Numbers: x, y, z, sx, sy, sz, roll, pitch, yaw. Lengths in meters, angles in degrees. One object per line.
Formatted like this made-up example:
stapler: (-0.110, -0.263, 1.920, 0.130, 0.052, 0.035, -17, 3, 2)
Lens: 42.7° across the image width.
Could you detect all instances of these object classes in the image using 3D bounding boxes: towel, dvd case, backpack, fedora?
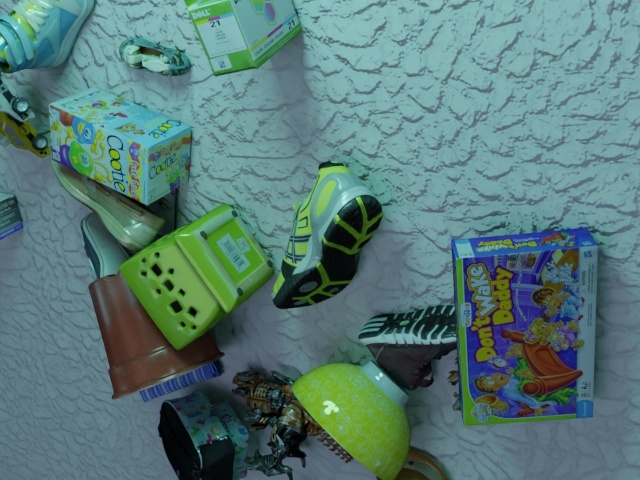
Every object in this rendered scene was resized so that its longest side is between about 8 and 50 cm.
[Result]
towel: (-0.417, 0.284, 2.106, 0.336, 0.040, 0.243, -25, 99, 39)
dvd case: (-0.406, -0.072, 1.920, 0.165, 0.018, 0.221, 24, 125, 21)
backpack: (-0.296, 0.499, 2.031, 0.253, 0.191, 0.225, 37, 133, 40)
fedora: (0.198, 0.556, 1.825, 0.194, 0.079, 0.194, 15, 122, 25)

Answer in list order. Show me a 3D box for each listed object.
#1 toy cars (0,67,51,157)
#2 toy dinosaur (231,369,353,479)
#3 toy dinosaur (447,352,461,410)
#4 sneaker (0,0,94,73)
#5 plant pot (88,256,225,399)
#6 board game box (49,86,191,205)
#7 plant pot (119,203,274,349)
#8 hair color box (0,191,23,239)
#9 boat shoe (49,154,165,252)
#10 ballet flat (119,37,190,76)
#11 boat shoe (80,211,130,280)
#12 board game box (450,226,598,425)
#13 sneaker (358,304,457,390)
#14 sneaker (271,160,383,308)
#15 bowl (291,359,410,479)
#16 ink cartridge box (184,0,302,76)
toy cars: (-0.714, -0.288, 1.834, 0.176, 0.087, 0.393, 43, 163, 6)
toy dinosaur: (-0.080, 0.429, 1.903, 0.322, 0.164, 0.218, 35, 115, 40)
toy dinosaur: (0.319, 0.267, 1.616, 0.112, 0.064, 0.211, 29, 137, -12)
sneaker: (-0.599, -0.470, 1.707, 0.127, 0.208, 0.319, 41, 129, 10)
plant pot: (-0.392, 0.190, 1.880, 0.272, 0.272, 0.265, -23, 87, 39)
board game box: (-0.437, -0.210, 1.783, 0.275, 0.144, 0.142, 24, 126, 21)
plant pot: (-0.249, 0.065, 1.764, 0.207, 0.227, 0.228, -31, 95, 34)
hair color box: (-0.992, -0.068, 2.196, 0.339, 0.185, 0.110, 10, 120, 29)
boat shoe: (-0.484, -0.114, 1.876, 0.341, 0.122, 0.110, 42, 99, 18)
ballet flat: (-0.360, -0.378, 1.695, 0.188, 0.070, 0.070, 14, 121, 27)
boat shoe: (-0.523, 0.055, 2.009, 0.254, 0.095, 0.079, 63, 150, 0)
board game box: (0.358, 0.158, 1.444, 0.233, 0.078, 0.347, -5, 115, 5)
sneaker: (0.220, 0.223, 1.631, 0.281, 0.106, 0.162, -7, 118, 44)
sneaker: (0.000, 0.000, 1.644, 0.384, 0.145, 0.147, -56, 48, 42)
bowl: (0.094, 0.344, 1.706, 0.289, 0.289, 0.156, 42, 89, 7)
ink cartridge box: (-0.151, -0.442, 1.417, 0.097, 0.189, 0.255, -4, 122, 31)
